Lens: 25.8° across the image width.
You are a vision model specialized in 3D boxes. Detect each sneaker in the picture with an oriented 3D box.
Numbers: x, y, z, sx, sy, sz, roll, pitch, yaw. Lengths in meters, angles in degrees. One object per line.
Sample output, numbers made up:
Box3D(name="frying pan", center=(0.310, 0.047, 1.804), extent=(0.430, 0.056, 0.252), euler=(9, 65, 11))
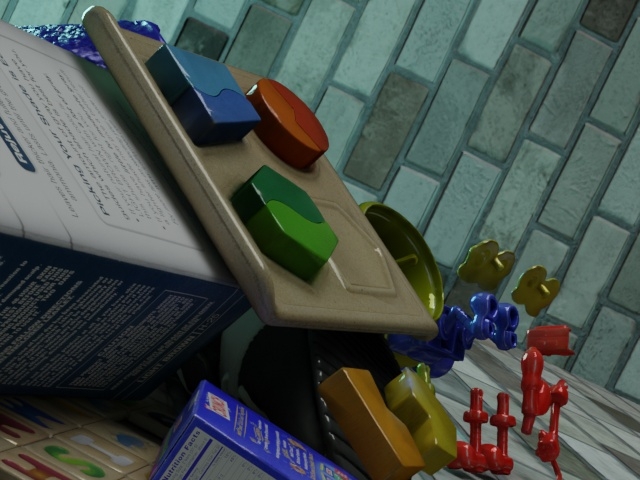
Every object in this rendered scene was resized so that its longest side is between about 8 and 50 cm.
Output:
Box3D(name="sneaker", center=(-0.038, 0.072, 0.892), extent=(0.122, 0.146, 0.330), euler=(51, 12, -33))

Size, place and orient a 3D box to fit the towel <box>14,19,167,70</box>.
Box3D(name="towel", center=(-0.276, -0.125, 1.038), extent=(0.308, 0.076, 0.228), euler=(-8, 7, -20))

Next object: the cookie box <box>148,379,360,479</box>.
Box3D(name="cookie box", center=(-0.023, 0.116, 0.651), extent=(0.107, 0.040, 0.092), euler=(34, 3, -3))

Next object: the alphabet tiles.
Box3D(name="alphabet tiles", center=(-0.136, 0.084, 0.686), extent=(0.198, 0.009, 0.237), euler=(26, 3, 10))

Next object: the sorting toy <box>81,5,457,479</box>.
Box3D(name="sorting toy", center=(0.000, 0.000, 0.806), extent=(0.307, 0.041, 0.229), euler=(57, 18, 22))

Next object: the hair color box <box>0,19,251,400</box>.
Box3D(name="hair color box", center=(-0.177, -0.027, 0.643), extent=(0.174, 0.105, 0.347), euler=(54, 13, 21))

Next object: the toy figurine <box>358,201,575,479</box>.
Box3D(name="toy figurine", center=(0.042, 0.099, 1.168), extent=(0.217, 0.191, 0.362), euler=(-7, -17, 33))
